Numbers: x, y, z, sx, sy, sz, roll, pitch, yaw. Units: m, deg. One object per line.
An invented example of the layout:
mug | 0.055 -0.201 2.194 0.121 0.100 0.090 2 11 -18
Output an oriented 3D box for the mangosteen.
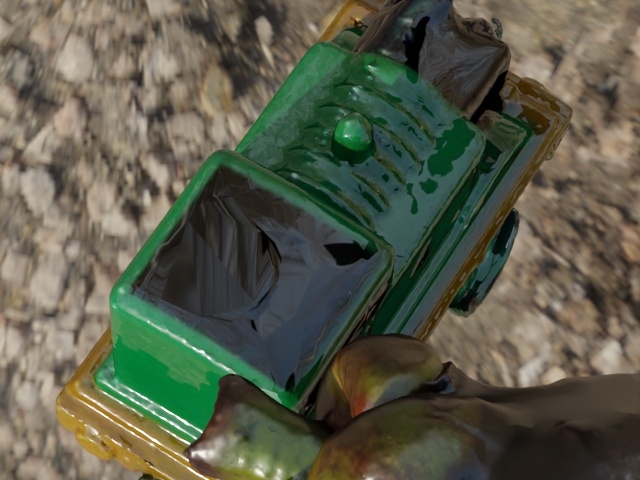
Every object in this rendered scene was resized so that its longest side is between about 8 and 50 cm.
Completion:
mangosteen | 0.069 0.168 0.940 0.287 0.287 0.233 8 98 -7

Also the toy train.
toy train | 0.000 0.000 1.181 0.178 0.249 0.429 30 69 11
